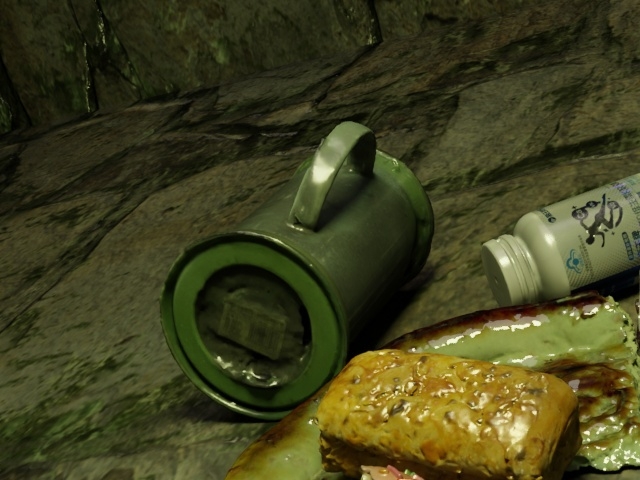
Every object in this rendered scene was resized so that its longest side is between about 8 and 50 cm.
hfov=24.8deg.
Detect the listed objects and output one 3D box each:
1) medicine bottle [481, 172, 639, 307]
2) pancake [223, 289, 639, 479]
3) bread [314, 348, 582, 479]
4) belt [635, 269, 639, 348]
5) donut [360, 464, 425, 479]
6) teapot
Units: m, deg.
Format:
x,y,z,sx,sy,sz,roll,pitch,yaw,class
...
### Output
x,y,z,sx,sy,sz,roll,pitch,yaw,class
0.266,0.008,1.471,0.191,0.107,0.107,-20,17,-7,medicine bottle
0.100,0.153,1.262,0.426,0.067,0.305,-17,19,-4,pancake
0.098,0.145,1.146,0.211,0.083,0.114,3,37,33,bread
0.327,0.056,1.230,0.124,0.128,0.201,-11,20,22,belt
0.048,0.227,1.054,0.117,0.065,0.166,4,34,24,donut
0.000,0.000,1.525,0.200,0.270,0.337,21,28,14,teapot
